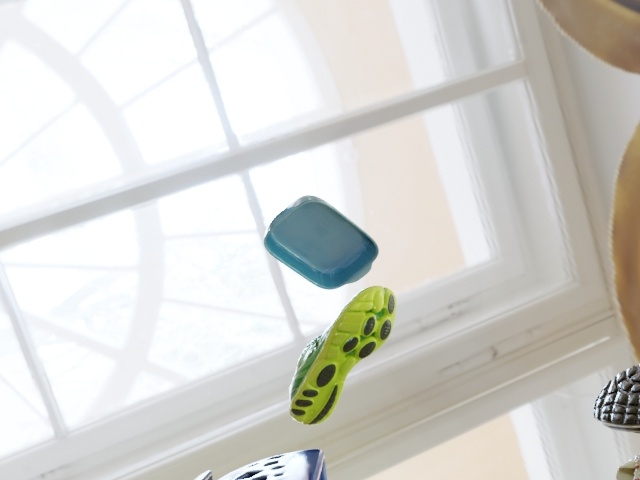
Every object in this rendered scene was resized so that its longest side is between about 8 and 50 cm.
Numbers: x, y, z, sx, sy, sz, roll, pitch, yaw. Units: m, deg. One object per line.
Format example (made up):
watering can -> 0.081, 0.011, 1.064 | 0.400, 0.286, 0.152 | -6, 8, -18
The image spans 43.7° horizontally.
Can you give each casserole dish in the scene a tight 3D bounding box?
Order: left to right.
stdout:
casserole dish -> 0.000, 0.000, 1.140 | 0.188, 0.114, 0.037 | 36, 22, -36

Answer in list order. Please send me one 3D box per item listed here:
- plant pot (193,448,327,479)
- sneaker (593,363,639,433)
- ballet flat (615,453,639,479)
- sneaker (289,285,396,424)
plant pot -> -0.094, 0.428, 1.082 | 0.236, 0.212, 0.235 | 31, 53, -85
sneaker -> 0.483, 0.218, 0.991 | 0.124, 0.107, 0.283 | 48, -41, -16
ballet flat -> 0.573, 0.447, 1.453 | 0.077, 0.241, 0.091 | 7, -69, 26
sneaker -> 0.024, 0.195, 1.461 | 0.109, 0.295, 0.123 | 31, 10, -27
